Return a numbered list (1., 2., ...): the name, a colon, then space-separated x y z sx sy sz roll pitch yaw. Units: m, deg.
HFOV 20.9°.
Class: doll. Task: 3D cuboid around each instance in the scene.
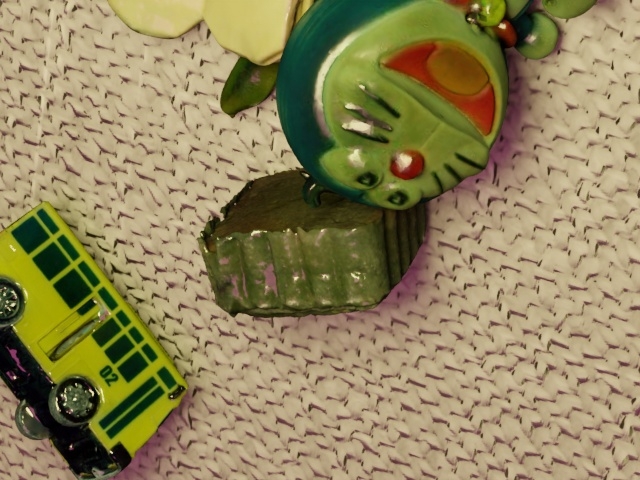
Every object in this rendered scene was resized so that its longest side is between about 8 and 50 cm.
1. doll: 0.087 -0.157 1.465 0.198 0.186 0.322 38 96 -33

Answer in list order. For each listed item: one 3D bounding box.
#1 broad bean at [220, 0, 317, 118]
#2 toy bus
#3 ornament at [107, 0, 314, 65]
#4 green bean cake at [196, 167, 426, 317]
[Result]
1. broad bean: -0.040 -0.205 1.585 0.069 0.039 0.227 28 118 18
2. toy bus: -0.258 0.103 1.740 0.262 0.150 0.128 53 149 -8
3. ornament: -0.094 -0.258 1.551 0.201 0.059 0.180 18 113 25
4. green bean cake: 0.000 0.000 1.582 0.181 0.173 0.094 -5 113 22
